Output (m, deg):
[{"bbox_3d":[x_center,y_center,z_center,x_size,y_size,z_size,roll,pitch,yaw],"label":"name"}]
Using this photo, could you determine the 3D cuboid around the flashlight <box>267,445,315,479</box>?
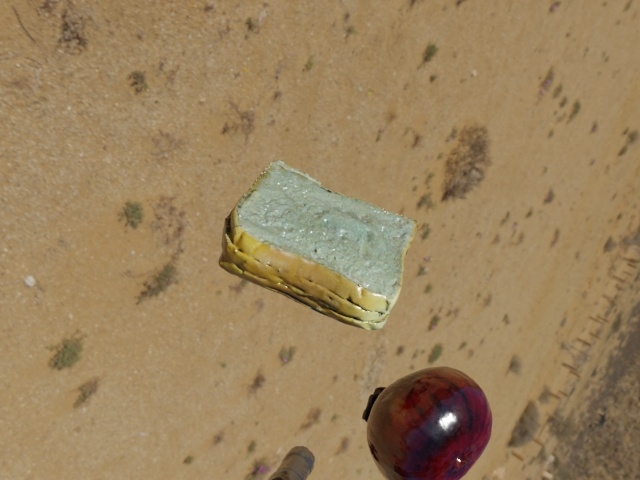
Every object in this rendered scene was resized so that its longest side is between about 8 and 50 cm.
[{"bbox_3d":[-0.084,0.588,1.450,0.103,0.103,0.424,-60,171,-1],"label":"flashlight"}]

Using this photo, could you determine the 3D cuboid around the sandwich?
[{"bbox_3d":[0.000,0.000,0.995,0.271,0.301,0.099,-65,180,-58],"label":"sandwich"}]

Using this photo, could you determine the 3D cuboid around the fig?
[{"bbox_3d":[0.187,0.329,1.078,0.235,0.214,0.235,-10,138,-9],"label":"fig"}]
